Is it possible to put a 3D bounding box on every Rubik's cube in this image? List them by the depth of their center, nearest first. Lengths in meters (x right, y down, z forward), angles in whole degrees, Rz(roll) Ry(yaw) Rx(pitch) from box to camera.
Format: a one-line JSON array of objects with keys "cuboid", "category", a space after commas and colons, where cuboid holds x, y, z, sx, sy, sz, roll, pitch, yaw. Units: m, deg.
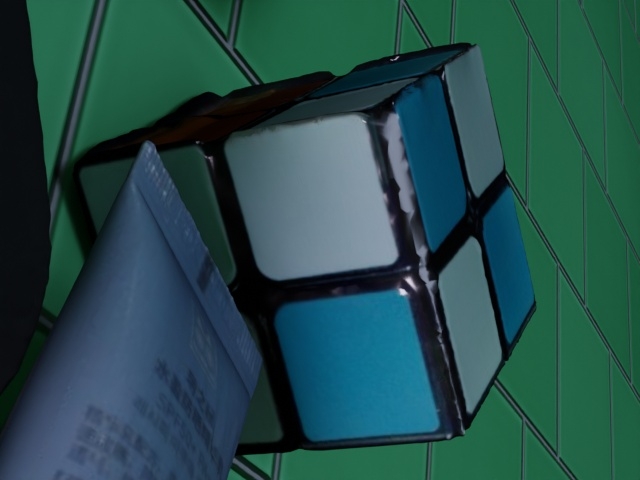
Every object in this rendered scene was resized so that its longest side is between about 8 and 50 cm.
[{"cuboid": [0.000, 0.001, 0.662, 0.183, 0.180, 0.167, -46, 124, -63], "category": "Rubik's cube"}]

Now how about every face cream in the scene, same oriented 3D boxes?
[{"cuboid": [-0.093, 0.133, 0.414, 0.385, 0.086, 0.136, -71, 147, -46], "category": "face cream"}]

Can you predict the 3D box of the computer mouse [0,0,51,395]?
[{"cuboid": [-0.174, -0.067, 0.375, 0.183, 0.116, 0.323, -35, 129, -52], "category": "computer mouse"}]
